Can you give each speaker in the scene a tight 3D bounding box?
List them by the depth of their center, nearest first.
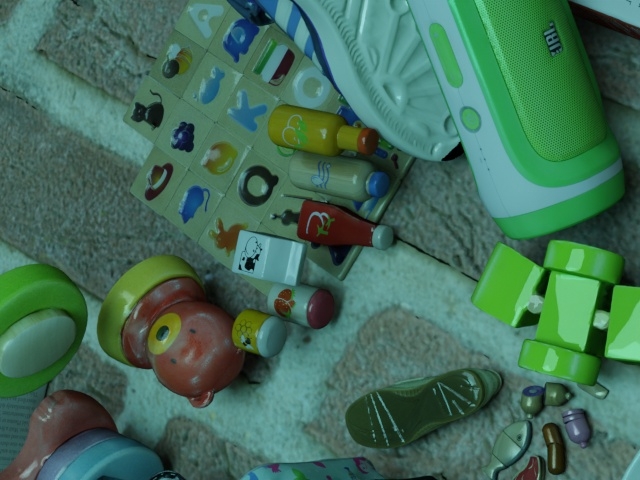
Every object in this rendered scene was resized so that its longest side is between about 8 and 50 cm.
[{"bbox_3d":[0.153,-0.156,1.271,0.131,0.131,0.296,-17,100,30],"label":"speaker"}]

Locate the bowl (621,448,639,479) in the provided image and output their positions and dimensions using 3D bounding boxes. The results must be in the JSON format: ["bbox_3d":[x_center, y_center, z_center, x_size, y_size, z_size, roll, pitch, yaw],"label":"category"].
[{"bbox_3d":[0.365,0.241,1.102,0.298,0.134,0.297,-2,87,31],"label":"bowl"}]

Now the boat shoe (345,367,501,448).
[{"bbox_3d":[0.091,0.149,1.372,0.153,0.048,0.056,-27,79,34],"label":"boat shoe"}]

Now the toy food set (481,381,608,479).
[{"bbox_3d":[0.192,0.166,1.310,0.078,0.019,0.122,34,99,34],"label":"toy food set"}]

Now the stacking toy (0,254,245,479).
[{"bbox_3d":[-0.220,0.168,1.431,0.130,0.279,0.309,35,104,35],"label":"stacking toy"}]

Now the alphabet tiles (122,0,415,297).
[{"bbox_3d":[-0.054,-0.117,1.537,0.342,0.011,0.285,36,101,33],"label":"alphabet tiles"}]

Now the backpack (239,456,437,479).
[{"bbox_3d":[-0.004,0.312,1.290,0.191,0.225,0.253,39,112,36],"label":"backpack"}]

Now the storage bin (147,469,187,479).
[{"bbox_3d":[-0.153,0.322,1.424,0.122,0.084,0.180,34,75,30],"label":"storage bin"}]

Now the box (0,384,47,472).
[{"bbox_3d":[-0.444,0.222,1.630,0.215,0.168,0.345,11,86,34],"label":"box"}]

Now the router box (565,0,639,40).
[{"bbox_3d":[0.256,-0.370,1.339,0.301,0.082,0.335,28,96,34],"label":"router box"}]

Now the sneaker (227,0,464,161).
[{"bbox_3d":[0.005,-0.222,1.419,0.130,0.323,0.236,-45,25,-6],"label":"sneaker"}]

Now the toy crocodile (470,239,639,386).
[{"bbox_3d":[0.275,0.073,1.235,0.341,0.105,0.115,12,87,30],"label":"toy crocodile"}]

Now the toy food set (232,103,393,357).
[{"bbox_3d":[0.000,0.000,1.404,0.105,0.111,0.232,14,93,33],"label":"toy food set"}]
